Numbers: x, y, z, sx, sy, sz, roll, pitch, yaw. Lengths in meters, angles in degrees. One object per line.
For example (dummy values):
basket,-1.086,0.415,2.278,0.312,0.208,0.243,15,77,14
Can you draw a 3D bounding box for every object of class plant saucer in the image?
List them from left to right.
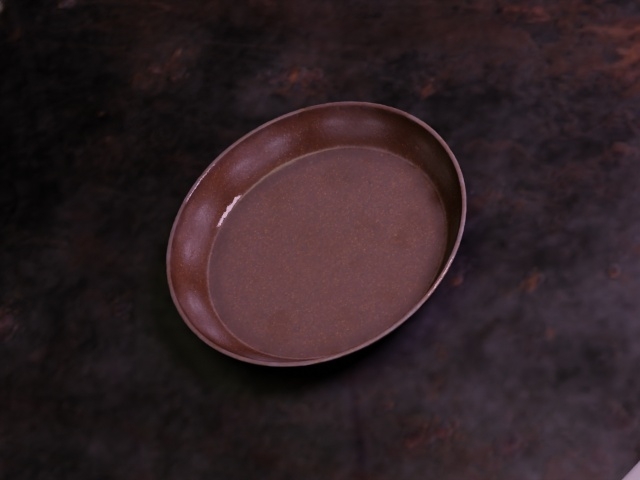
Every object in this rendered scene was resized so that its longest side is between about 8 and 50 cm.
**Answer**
plant saucer,0.000,0.000,0.889,0.168,0.029,0.168,-12,53,16

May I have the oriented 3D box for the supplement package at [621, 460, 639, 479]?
supplement package,0.158,0.172,0.628,0.244,0.139,0.134,-43,52,-12
